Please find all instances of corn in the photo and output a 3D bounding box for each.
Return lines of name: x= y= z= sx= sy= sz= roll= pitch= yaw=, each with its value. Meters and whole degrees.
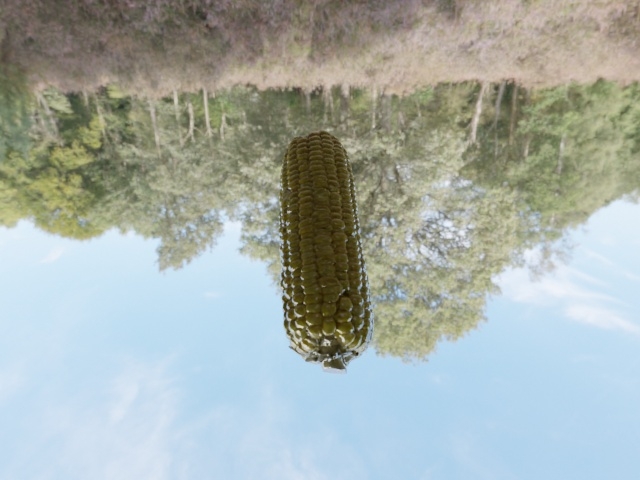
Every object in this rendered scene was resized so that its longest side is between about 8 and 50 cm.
corn: x=0.000 y=0.000 z=0.393 sx=0.080 sy=0.237 sz=0.080 roll=-6 pitch=152 yaw=-3
